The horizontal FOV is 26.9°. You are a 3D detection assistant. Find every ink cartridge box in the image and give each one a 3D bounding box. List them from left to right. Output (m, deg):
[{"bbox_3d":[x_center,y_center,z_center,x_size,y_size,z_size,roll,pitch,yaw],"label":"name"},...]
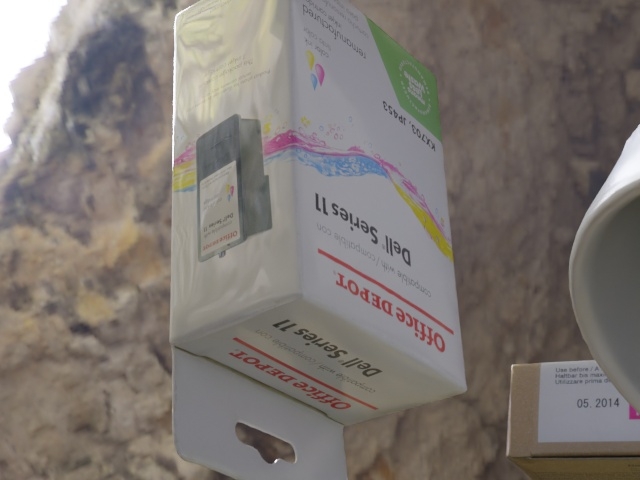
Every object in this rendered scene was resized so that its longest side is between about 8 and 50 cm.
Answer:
[{"bbox_3d":[0.000,0.000,0.961,0.119,0.207,0.354,-21,-124,31],"label":"ink cartridge box"},{"bbox_3d":[0.295,0.167,1.136,0.234,0.193,0.088,-4,-115,22],"label":"ink cartridge box"}]

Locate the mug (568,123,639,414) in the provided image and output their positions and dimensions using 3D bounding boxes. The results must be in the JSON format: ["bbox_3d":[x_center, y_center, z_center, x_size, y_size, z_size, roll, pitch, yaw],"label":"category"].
[{"bbox_3d":[0.362,-0.030,0.665,0.374,0.276,0.328,28,-120,16],"label":"mug"}]
